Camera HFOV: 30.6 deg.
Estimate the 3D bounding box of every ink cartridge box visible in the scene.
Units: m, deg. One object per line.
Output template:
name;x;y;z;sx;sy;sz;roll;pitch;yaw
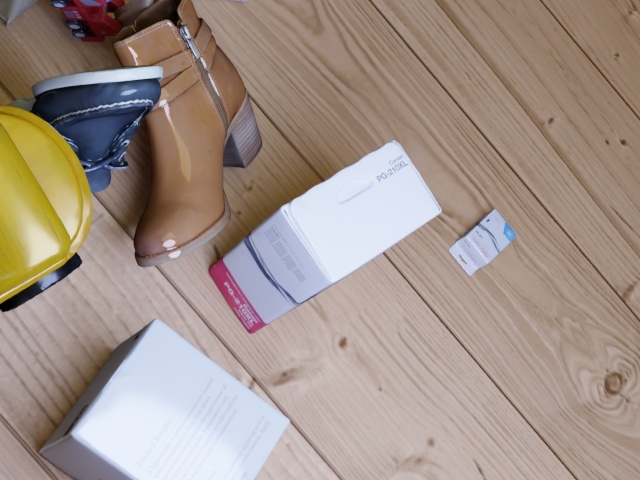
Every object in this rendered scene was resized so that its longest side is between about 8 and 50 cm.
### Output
ink cartridge box;0.000;0.000;1.324;0.172;0.237;0.100;-33;88;-30
ink cartridge box;0.215;0.003;1.547;0.083;0.028;0.048;-41;92;-30

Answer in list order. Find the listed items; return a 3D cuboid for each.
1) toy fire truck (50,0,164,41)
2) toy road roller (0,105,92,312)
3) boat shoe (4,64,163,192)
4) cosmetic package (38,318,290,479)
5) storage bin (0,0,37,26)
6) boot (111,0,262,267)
toy fire truck;-0.227;-0.267;1.364;0.135;0.192;0.047;2;77;4
toy road roller;-0.360;0.004;1.036;0.329;0.240;0.202;-34;100;-24
boat shoe;-0.247;-0.102;1.193;0.127;0.340;0.113;-8;90;-36
cosmetic package;-0.165;0.206;1.224;0.184;0.151;0.151;39;60;-9
storage bin;-0.372;-0.409;1.275;0.260;0.262;0.123;44;62;-6
boot;-0.166;-0.127;1.296;0.283;0.109;0.220;-58;135;-40
